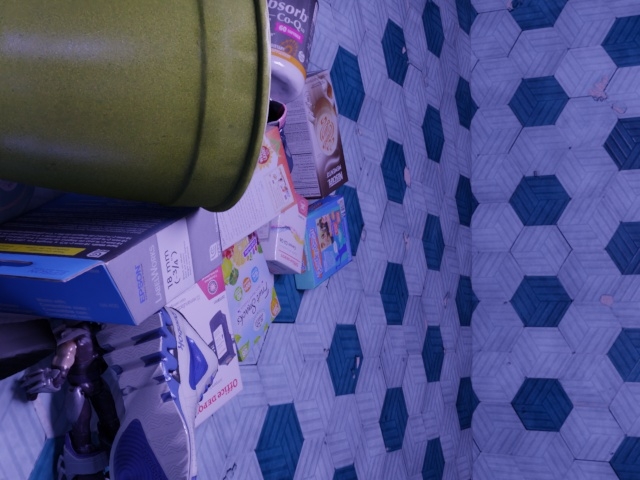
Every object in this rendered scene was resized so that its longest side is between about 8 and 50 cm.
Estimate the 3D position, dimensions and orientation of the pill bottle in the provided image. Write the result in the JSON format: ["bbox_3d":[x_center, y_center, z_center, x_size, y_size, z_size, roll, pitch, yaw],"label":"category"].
[{"bbox_3d":[-0.090,-0.410,1.697,0.162,0.162,0.278,42,51,-55],"label":"pill bottle"}]

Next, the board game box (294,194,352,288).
[{"bbox_3d":[0.000,0.000,1.971,0.210,0.047,0.160,-32,117,-60],"label":"board game box"}]

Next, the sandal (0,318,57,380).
[{"bbox_3d":[-0.471,0.120,0.955,0.107,0.167,0.446,64,18,9],"label":"sandal"}]

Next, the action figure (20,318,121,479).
[{"bbox_3d":[-0.331,0.211,1.257,0.185,0.099,0.285,-16,99,-55],"label":"action figure"}]

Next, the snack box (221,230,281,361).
[{"bbox_3d":[-0.158,0.088,1.628,0.174,0.070,0.207,-54,136,-52],"label":"snack box"}]

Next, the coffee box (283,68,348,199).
[{"bbox_3d":[-0.029,-0.220,1.873,0.141,0.098,0.246,-39,123,-57],"label":"coffee box"}]

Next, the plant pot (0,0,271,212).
[{"bbox_3d":[-0.291,-0.207,1.037,0.353,0.366,0.366,-4,92,-26],"label":"plant pot"}]

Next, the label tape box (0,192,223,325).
[{"bbox_3d":[-0.308,0.031,1.126,0.334,0.241,0.106,-40,130,-61],"label":"label tape box"}]

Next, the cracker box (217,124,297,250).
[{"bbox_3d":[-0.157,-0.086,1.553,0.232,0.067,0.155,-34,124,-34],"label":"cracker box"}]

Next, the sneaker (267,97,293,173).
[{"bbox_3d":[-0.106,-0.204,1.683,0.319,0.131,0.112,44,48,-54],"label":"sneaker"}]

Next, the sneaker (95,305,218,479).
[{"bbox_3d":[-0.206,0.222,1.262,0.182,0.127,0.315,23,55,-66],"label":"sneaker"}]

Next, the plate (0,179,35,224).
[{"bbox_3d":[-0.429,-0.101,1.156,0.188,0.024,0.188,11,78,-62],"label":"plate"}]

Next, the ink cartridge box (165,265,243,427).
[{"bbox_3d":[-0.224,0.168,1.456,0.172,0.100,0.237,-32,116,-59],"label":"ink cartridge box"}]

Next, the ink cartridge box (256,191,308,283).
[{"bbox_3d":[-0.085,-0.002,1.781,0.115,0.067,0.198,32,61,-59],"label":"ink cartridge box"}]
